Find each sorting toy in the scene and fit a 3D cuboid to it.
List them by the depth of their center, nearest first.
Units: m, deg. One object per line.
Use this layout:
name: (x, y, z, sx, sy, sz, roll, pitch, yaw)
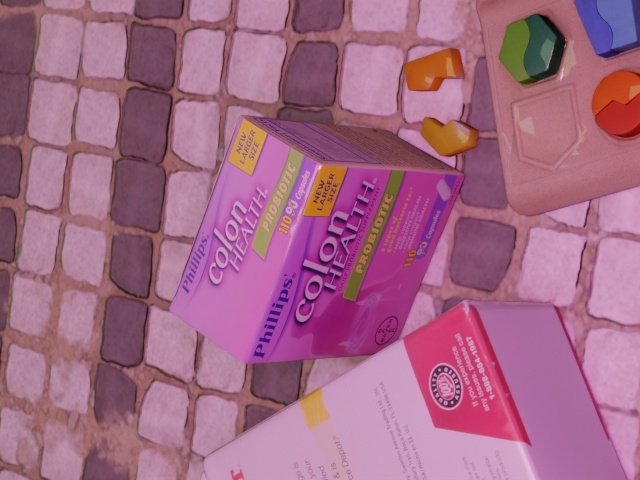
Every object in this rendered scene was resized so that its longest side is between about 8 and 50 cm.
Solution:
sorting toy: (0.213, -0.145, 1.682, 0.307, 0.041, 0.229, -17, 79, 38)

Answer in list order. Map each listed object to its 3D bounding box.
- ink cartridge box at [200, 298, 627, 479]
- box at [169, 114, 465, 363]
ink cartridge box: (0.095, 0.263, 1.697, 0.384, 0.160, 0.279, -33, 69, 34)
box: (0.000, 0.000, 1.726, 0.117, 0.243, 0.213, 33, 109, 35)
